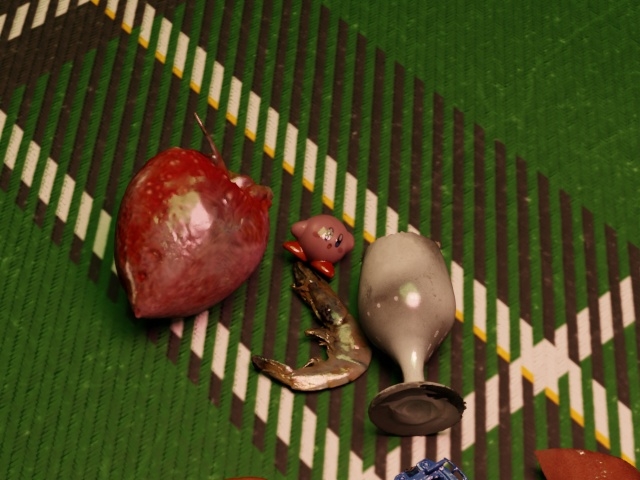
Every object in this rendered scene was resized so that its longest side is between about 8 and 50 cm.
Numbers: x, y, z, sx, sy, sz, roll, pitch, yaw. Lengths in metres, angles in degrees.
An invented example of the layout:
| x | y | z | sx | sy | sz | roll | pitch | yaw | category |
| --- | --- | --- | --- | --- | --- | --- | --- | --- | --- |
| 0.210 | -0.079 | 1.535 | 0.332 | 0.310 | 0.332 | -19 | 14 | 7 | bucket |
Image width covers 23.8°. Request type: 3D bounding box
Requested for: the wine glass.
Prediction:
| x | y | z | sx | sy | sz | roll | pitch | yaw | category |
| --- | --- | --- | --- | --- | --- | --- | --- | --- | --- |
| 0.108 | 0.111 | 1.849 | 0.126 | 0.126 | 0.241 | 1 | 52 | -2 | wine glass |

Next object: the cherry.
| x | y | z | sx | sy | sz | roll | pitch | yaw | category |
| --- | --- | --- | --- | --- | --- | --- | --- | --- | --- |
| -0.171 | -0.003 | 1.899 | 0.175 | 0.192 | 0.249 | -6 | 48 | 44 | cherry |

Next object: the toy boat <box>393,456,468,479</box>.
| x | y | z | sx | sy | sz | roll | pitch | yaw | category |
| --- | --- | --- | --- | --- | --- | --- | --- | --- | --- |
| 0.151 | 0.304 | 1.691 | 0.091 | 0.110 | 0.175 | -27 | 57 | -23 | toy boat |

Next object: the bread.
| x | y | z | sx | sy | sz | roll | pitch | yaw | category |
| --- | --- | --- | --- | --- | --- | --- | --- | --- | --- |
| 0.330 | 0.304 | 1.728 | 0.119 | 0.067 | 0.192 | -13 | 51 | -14 | bread |

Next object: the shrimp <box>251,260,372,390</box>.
| x | y | z | sx | sy | sz | roll | pitch | yaw | category |
| --- | --- | --- | --- | --- | --- | --- | --- | --- | --- |
| -0.030 | 0.111 | 1.903 | 0.148 | 0.035 | 0.195 | -22 | 55 | -18 | shrimp |

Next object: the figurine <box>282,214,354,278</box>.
| x | y | z | sx | sy | sz | roll | pitch | yaw | category |
| --- | --- | --- | --- | --- | --- | --- | --- | --- | --- |
| 0.000 | 0.000 | 1.975 | 0.083 | 0.067 | 0.071 | 32 | 89 | -5 | figurine |

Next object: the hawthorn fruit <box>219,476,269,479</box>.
| x | y | z | sx | sy | sz | roll | pitch | yaw | category |
| --- | --- | --- | --- | --- | --- | --- | --- | --- | --- |
| -0.071 | 0.358 | 1.545 | 0.277 | 0.277 | 0.298 | 3 | 23 | 0 | hawthorn fruit |
